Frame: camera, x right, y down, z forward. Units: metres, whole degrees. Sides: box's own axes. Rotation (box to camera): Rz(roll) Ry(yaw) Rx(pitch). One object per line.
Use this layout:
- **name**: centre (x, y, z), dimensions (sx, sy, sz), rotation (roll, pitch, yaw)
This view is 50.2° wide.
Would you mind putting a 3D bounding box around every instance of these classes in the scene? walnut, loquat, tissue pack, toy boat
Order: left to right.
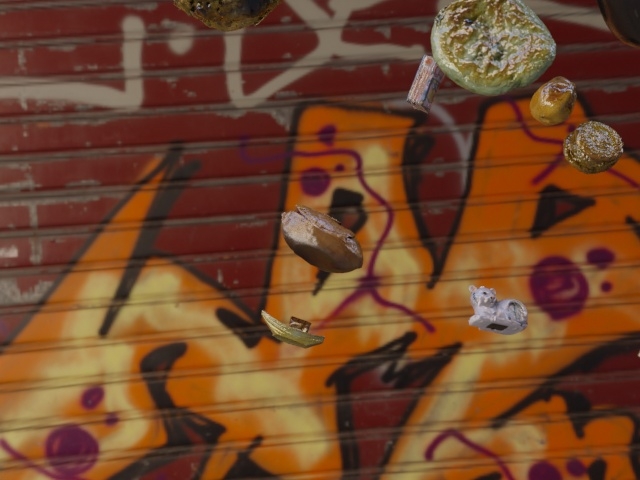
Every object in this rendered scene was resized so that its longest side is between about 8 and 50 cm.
- **toy boat**: centre (-0.072, 0.221, 1.703), dimensions (0.172, 0.066, 0.065), rotation (20, -20, 7)
- **walnut**: centre (0.000, 0.000, 1.697), dimensions (0.245, 0.137, 0.137), rotation (27, 7, 13)
- **tissue pack**: centre (0.335, -0.492, 2.156), dimensions (0.065, 0.155, 0.115), rotation (24, 5, 19)
- **loquat**: centre (0.633, -0.377, 1.843), dimensions (0.113, 0.137, 0.137), rotation (37, 8, 12)

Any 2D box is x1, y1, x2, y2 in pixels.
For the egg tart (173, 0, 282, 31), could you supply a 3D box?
- **egg tart**: centre (-0.210, -0.577, 1.641), dimensions (0.296, 0.132, 0.297), rotation (-11, -7, -1)

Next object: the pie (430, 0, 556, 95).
- **pie**: centre (0.331, -0.387, 1.315), dimensions (0.240, 0.241, 0.054), rotation (-5, -17, 2)

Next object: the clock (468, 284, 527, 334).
- **clock**: centre (0.491, 0.188, 1.886), dimensions (0.176, 0.117, 0.080), rotation (13, -31, -15)

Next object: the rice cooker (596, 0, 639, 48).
- **rice cooker**: centre (0.543, -0.424, 1.018), dimensions (0.267, 0.268, 0.224), rotation (-3, 6, -40)

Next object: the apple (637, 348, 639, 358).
- **apple**: centre (0.719, 0.149, 1.289), dimensions (0.179, 0.254, 0.346), rotation (-14, 1, 38)

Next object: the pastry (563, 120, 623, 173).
- **pastry**: centre (0.507, -0.174, 1.269), dimensions (0.109, 0.097, 0.057), rotation (-10, -24, -20)
